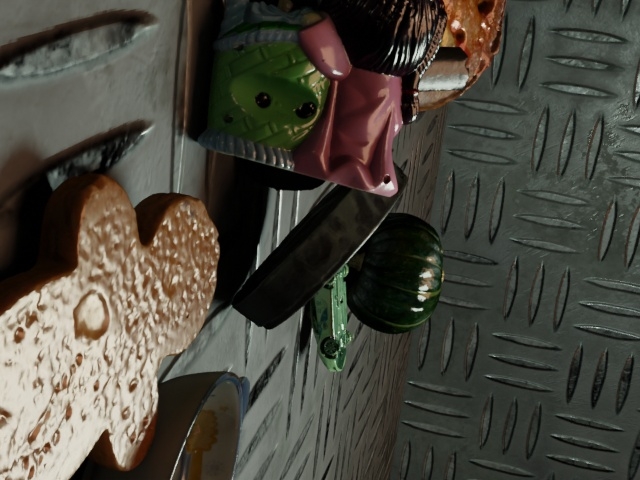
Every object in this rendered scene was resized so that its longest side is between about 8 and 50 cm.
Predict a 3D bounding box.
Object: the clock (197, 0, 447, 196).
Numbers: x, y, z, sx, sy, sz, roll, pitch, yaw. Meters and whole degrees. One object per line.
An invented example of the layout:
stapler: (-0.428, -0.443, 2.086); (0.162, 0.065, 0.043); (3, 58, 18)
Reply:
clock: (0.004, -0.150, 0.815); (0.100, 0.194, 0.195); (-139, -114, -71)

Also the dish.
dish: (-0.134, 0.204, 0.739); (0.236, 0.086, 0.227); (-45, 145, -71)

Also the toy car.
toy car: (0.010, 0.105, 1.412); (0.093, 0.058, 0.186); (-26, 114, -75)

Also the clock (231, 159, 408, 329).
clock: (0.000, 0.000, 0.980); (0.226, 0.049, 0.226); (-46, -176, 5)

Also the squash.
squash: (0.127, 0.054, 1.641); (0.218, 0.173, 0.218); (4, 90, -81)

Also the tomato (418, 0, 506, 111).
tomato: (0.083, -0.314, 1.093); (0.338, 0.144, 0.338); (-20, 116, -47)

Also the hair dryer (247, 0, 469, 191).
hair dryer: (0.046, -0.160, 0.959); (0.089, 0.251, 0.197); (46, -42, 50)

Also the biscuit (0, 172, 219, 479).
biscuit: (-0.149, 0.064, 0.587); (0.324, 0.049, 0.205); (-51, 143, -54)
